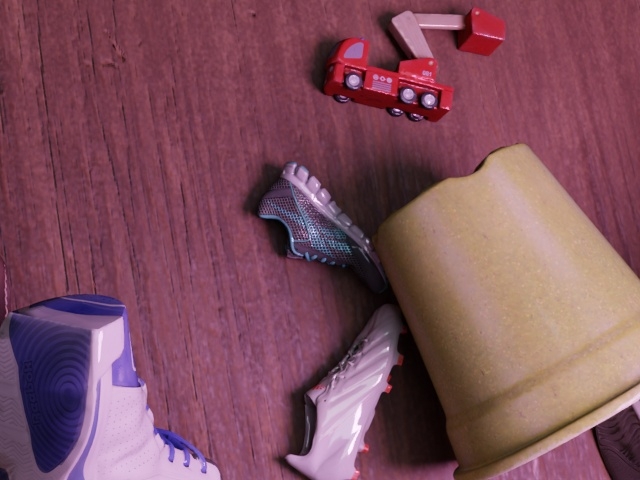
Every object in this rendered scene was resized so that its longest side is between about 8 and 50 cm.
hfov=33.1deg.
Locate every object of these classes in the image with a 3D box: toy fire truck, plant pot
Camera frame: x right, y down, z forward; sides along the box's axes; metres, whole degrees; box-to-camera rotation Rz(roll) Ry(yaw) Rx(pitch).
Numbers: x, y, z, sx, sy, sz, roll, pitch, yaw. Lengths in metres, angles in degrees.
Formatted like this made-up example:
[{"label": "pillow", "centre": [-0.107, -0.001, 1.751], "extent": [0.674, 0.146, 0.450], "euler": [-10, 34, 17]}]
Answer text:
[{"label": "toy fire truck", "centre": [0.103, -0.204, 1.193], "extent": [0.192, 0.047, 0.135], "euler": [13, 73, -12]}, {"label": "plant pot", "centre": [0.187, 0.056, 1.041], "extent": [0.276, 0.276, 0.253], "euler": [-27, 81, -20]}]

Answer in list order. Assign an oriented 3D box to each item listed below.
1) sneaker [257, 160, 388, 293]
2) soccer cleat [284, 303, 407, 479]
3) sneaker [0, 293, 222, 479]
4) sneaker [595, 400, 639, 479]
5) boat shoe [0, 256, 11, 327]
[{"label": "sneaker", "centre": [0.000, 0.000, 1.115], "extent": [0.076, 0.065, 0.166], "euler": [-43, 88, -4]}, {"label": "soccer cleat", "centre": [0.028, 0.147, 1.077], "extent": [0.076, 0.068, 0.196], "euler": [23, 74, -6]}, {"label": "sneaker", "centre": [-0.181, 0.186, 0.939], "extent": [0.182, 0.128, 0.315], "euler": [-24, 121, -55]}, {"label": "sneaker", "centre": [0.384, 0.240, 1.158], "extent": [0.118, 0.083, 0.222], "euler": [-22, 84, -31]}, {"label": "boat shoe", "centre": [-0.306, 0.174, 0.959], "extent": [0.123, 0.123, 0.341], "euler": [17, 67, -43]}]
